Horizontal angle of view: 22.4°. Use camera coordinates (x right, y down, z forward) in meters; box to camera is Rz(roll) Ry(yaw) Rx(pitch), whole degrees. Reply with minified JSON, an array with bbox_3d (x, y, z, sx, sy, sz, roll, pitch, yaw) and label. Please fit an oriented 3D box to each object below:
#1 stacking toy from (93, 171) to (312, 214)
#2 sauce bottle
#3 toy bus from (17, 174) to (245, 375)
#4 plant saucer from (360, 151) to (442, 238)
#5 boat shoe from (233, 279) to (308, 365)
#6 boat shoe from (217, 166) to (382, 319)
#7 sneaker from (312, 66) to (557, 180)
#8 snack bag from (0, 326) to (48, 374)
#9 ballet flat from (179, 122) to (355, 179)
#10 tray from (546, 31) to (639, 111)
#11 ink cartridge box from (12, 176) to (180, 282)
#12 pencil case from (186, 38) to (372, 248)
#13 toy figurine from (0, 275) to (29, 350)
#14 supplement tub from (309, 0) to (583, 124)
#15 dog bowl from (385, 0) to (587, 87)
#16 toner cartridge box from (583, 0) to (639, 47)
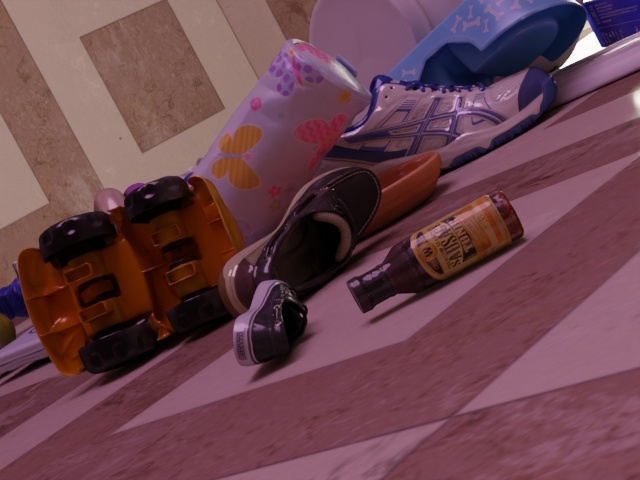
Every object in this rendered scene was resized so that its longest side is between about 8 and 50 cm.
[{"bbox_3d":[-0.091,-0.036,1.902,0.330,0.141,0.141,-18,3,-13],"label":"stacking toy"},{"bbox_3d":[0.080,0.011,1.140,0.128,0.042,0.042,-31,6,-4],"label":"sauce bottle"},{"bbox_3d":[-0.158,0.036,1.630,0.220,0.149,0.211,-24,-9,15],"label":"toy bus"},{"bbox_3d":[0.041,-0.031,1.679,0.200,0.037,0.200,-29,6,3],"label":"plant saucer"},{"bbox_3d":[-0.030,0.062,1.208,0.040,0.049,0.142,-7,12,12],"label":"boat shoe"},{"bbox_3d":[-0.001,-0.001,1.455,0.073,0.080,0.223,-14,19,44],"label":"boat shoe"},{"bbox_3d":[0.118,-0.139,1.810,0.296,0.131,0.112,-27,4,-3],"label":"sneaker"},{"bbox_3d":[-0.232,0.065,2.118,0.342,0.037,0.323,-21,9,30],"label":"snack bag"},{"bbox_3d":[-0.117,-0.067,2.267,0.409,0.147,0.147,-34,2,30],"label":"ballet flat"},{"bbox_3d":[0.326,-0.201,1.873,0.270,0.030,0.145,-23,9,39],"label":"tray"},{"bbox_3d":[-0.281,0.009,2.171,0.158,0.092,0.218,-20,12,35],"label":"ink cartridge box"},{"bbox_3d":[-0.059,-0.083,1.745,0.273,0.113,0.124,-55,-28,14],"label":"pencil case"},{"bbox_3d":[-0.420,0.044,2.304,0.217,0.191,0.362,-34,9,-1],"label":"toy figurine"},{"bbox_3d":[0.171,-0.292,2.194,0.331,0.241,0.241,-25,2,-39],"label":"supplement tub"},{"bbox_3d":[0.179,-0.210,1.928,0.297,0.074,0.166,-43,-23,30],"label":"dog bowl"},{"bbox_3d":[0.459,-0.324,2.088,0.165,0.075,0.348,-30,6,-2],"label":"toner cartridge box"}]
